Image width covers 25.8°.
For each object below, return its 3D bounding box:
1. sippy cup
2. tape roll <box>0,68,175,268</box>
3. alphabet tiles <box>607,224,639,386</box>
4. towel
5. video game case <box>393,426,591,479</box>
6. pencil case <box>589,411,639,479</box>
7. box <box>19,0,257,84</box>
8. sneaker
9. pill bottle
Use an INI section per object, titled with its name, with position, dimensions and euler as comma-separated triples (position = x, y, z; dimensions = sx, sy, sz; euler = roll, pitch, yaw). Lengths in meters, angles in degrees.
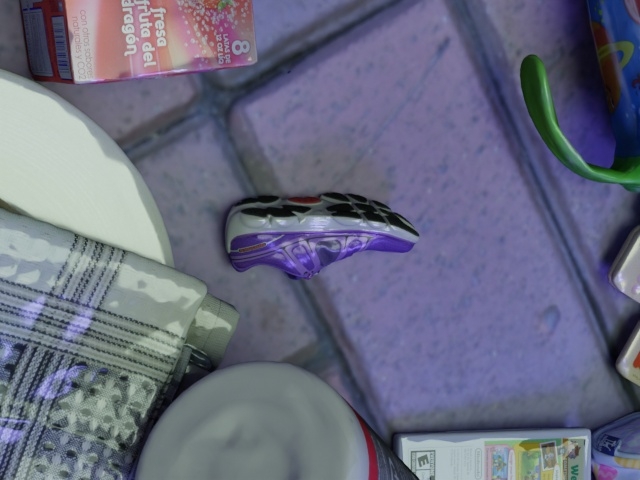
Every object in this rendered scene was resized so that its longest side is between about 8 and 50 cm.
[sippy cup]
position = 0.339, -0.187, 1.227
dimensions = 0.305, 0.240, 0.224
euler = -28, 99, -41
[tape roll]
position = -0.301, 0.053, 1.049
dimensions = 0.392, 0.072, 0.392
euler = -4, 100, -24
[alphabet tiles]
position = 0.411, 0.040, 1.379
dimensions = 0.284, 0.021, 0.278
euler = 29, 89, -29
[towel]
position = -0.239, 0.136, 1.020
dimensions = 0.324, 0.056, 0.312
euler = 23, 88, -26
[video game case]
position = 0.159, 0.281, 1.288
dimensions = 0.193, 0.023, 0.212
euler = 0, 90, -17
[pencil case]
position = 0.339, 0.299, 1.341
dimensions = 0.113, 0.124, 0.273
euler = -20, 106, -29
[box]
position = -0.150, -0.270, 1.025
dimensions = 0.142, 0.154, 0.300
euler = -9, 100, -23
[sneaker]
position = 0.000, 0.000, 1.190
dimensions = 0.170, 0.068, 0.071
euler = 0, 113, -15
[pill bottle]
position = 0.000, 0.232, 1.095
dimensions = 0.176, 0.176, 0.318
euler = -51, 145, -10
